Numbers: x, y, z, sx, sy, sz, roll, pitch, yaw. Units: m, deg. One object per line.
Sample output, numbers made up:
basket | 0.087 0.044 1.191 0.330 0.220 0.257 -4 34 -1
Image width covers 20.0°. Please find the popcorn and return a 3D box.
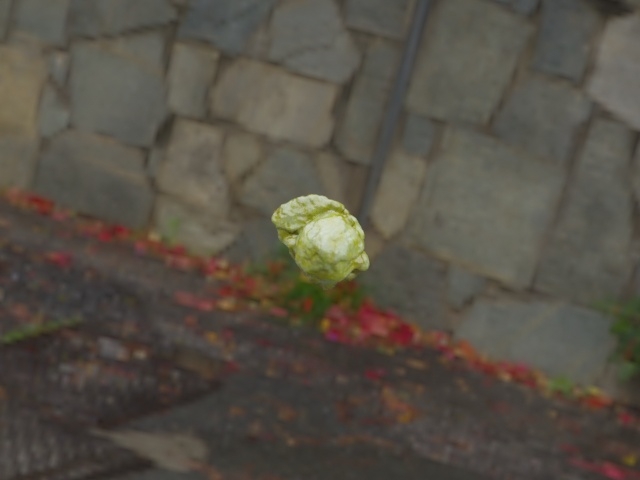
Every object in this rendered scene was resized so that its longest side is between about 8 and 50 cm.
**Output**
popcorn | 0.001 -0.002 1.411 0.083 0.059 0.068 46 -2 3
